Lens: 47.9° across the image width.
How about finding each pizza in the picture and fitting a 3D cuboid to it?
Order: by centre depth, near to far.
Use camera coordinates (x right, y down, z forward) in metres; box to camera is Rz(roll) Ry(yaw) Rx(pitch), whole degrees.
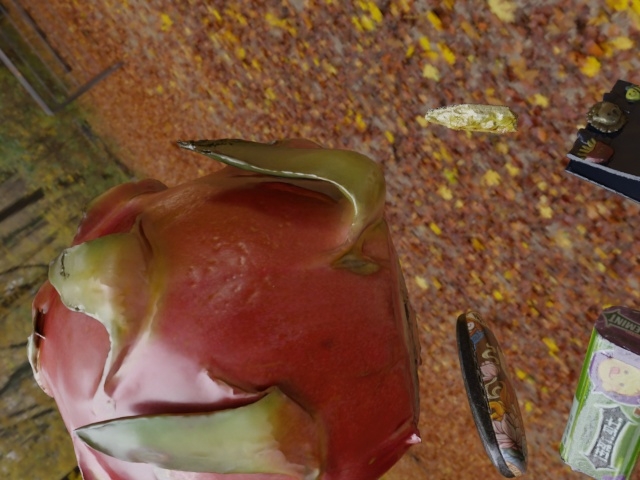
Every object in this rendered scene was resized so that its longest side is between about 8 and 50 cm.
[{"bbox_3d":[0.256,-0.197,1.179,0.099,0.160,0.035,168,106,-83],"label":"pizza"}]

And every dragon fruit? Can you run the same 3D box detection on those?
[{"bbox_3d":[-0.052,0.053,0.412,0.224,0.227,0.224,-4,-90,-88],"label":"dragon fruit"}]

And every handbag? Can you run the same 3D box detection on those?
[{"bbox_3d":[0.799,-0.241,1.773,0.329,0.303,0.122,28,153,25],"label":"handbag"}]

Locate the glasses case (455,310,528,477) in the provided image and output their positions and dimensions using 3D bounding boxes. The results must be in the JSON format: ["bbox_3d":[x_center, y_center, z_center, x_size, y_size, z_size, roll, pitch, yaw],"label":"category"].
[{"bbox_3d":[0.311,0.273,1.320,0.122,0.082,0.321,48,-154,-42],"label":"glasses case"}]

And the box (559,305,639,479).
[{"bbox_3d":[0.495,0.269,1.204,0.134,0.097,0.345,23,137,29],"label":"box"}]
